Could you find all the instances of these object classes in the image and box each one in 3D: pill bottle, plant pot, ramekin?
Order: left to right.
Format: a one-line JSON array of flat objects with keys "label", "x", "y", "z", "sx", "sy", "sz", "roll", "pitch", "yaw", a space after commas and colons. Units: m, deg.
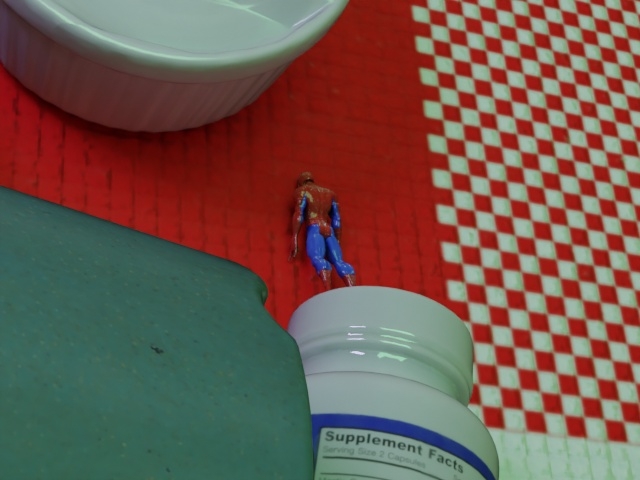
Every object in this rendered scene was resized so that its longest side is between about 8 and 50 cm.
[{"label": "plant pot", "x": -0.203, "y": 0.097, "z": 0.544, "sx": 0.334, "sy": 0.341, "sz": 0.341, "roll": 13, "pitch": 54, "yaw": -26}, {"label": "ramekin", "x": -0.116, "y": -0.194, "z": 0.934, "sx": 0.273, "sy": 0.127, "sz": 0.272, "roll": 10, "pitch": 58, "yaw": -17}, {"label": "pill bottle", "x": 0.017, "y": 0.166, "z": 0.754, "sx": 0.152, "sy": 0.152, "sz": 0.272, "roll": 18, "pitch": 53, "yaw": -13}]

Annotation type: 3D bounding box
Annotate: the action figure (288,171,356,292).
[{"label": "action figure", "x": 0.000, "y": 0.000, "z": 0.933, "sx": 0.038, "sy": 0.030, "sz": 0.115, "roll": 8, "pitch": 51, "yaw": -27}]
